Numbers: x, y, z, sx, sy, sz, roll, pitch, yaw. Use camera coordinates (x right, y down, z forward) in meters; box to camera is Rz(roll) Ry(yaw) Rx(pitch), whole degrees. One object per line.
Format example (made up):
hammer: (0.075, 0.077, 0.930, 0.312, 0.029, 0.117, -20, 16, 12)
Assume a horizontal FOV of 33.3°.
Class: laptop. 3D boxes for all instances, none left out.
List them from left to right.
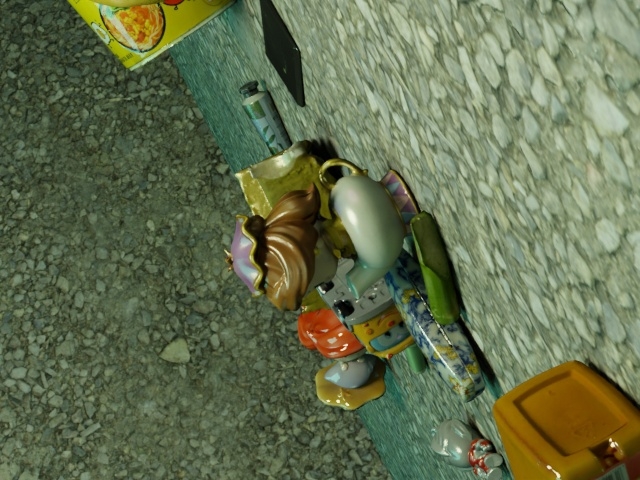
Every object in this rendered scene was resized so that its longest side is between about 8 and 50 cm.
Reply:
laptop: (-0.065, -0.315, 1.791, 0.135, 0.016, 0.197, 60, 172, 20)

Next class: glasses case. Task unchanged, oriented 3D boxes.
glasses case: (0.157, 0.117, 1.519, 0.248, 0.065, 0.087, 59, 170, 27)

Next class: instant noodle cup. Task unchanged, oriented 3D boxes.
instant noodle cup: (-0.324, -0.483, 1.975, 0.254, 0.325, 0.325, 57, 174, -15)

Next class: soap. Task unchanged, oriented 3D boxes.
soap: (-0.012, -0.003, 1.898, 0.304, 0.169, 0.339, -93, -22, -83)

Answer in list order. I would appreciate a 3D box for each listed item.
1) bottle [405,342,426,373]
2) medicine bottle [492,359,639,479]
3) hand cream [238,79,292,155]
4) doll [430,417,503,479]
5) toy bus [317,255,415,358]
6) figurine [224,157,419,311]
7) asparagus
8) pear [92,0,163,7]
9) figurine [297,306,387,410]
bottle: (0.166, 0.200, 1.873, 0.030, 0.030, 0.083, 56, 170, 46)
medicine bottle: (0.264, 0.247, 1.040, 0.222, 0.112, 0.149, 68, 171, -29)
hand cream: (-0.087, -0.201, 2.196, 0.271, 0.058, 0.091, 62, 177, -22)
doll: (0.235, 0.338, 1.721, 0.180, 0.079, 0.094, 21, 123, 60)
toy bus: (0.086, 0.105, 1.763, 0.136, 0.126, 0.209, 58, 175, -26)
figurine: (0.000, 0.000, 1.448, 0.142, 0.263, 0.189, 173, 73, -83)
asparagus: (0.151, 0.037, 1.402, 0.045, 0.041, 0.178, -79, -22, -46)
pear: (-0.286, -0.511, 1.598, 0.314, 0.314, 0.314, 62, 172, 15)
figurine: (0.042, 0.214, 2.256, 0.208, 0.181, 0.257, -83, -12, -45)
